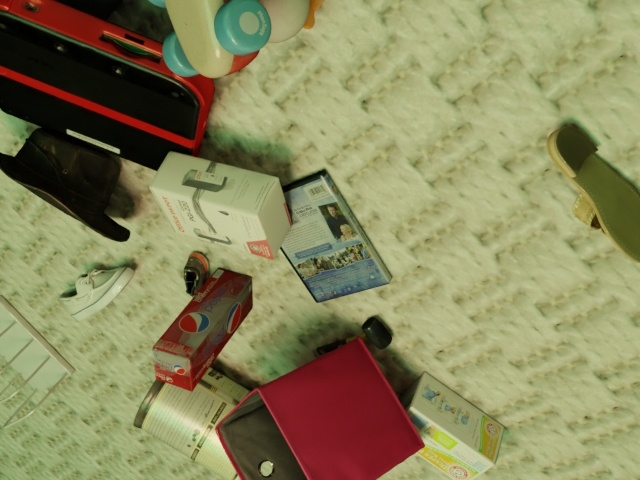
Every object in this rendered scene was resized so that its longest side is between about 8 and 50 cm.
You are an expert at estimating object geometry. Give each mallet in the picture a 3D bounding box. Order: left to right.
[{"bbox_3d":[0.068,0.213,1.536,0.062,0.039,0.189,44,135,-12],"label":"mallet"}]

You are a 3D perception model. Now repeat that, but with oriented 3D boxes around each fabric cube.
[{"bbox_3d":[-0.009,0.384,1.472,0.254,0.258,0.259,57,142,12],"label":"fabric cube"}]

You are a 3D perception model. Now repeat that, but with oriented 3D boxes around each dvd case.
[{"bbox_3d":[0.000,0.000,1.418,0.180,0.022,0.253,-18,114,36],"label":"dvd case"}]

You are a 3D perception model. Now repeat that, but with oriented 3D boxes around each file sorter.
[{"bbox_3d":[-0.836,0.325,1.966,0.192,0.173,0.278,-28,108,37],"label":"file sorter"}]

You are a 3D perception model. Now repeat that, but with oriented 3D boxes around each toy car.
[{"bbox_3d":[-0.102,-0.363,1.091,0.219,0.238,0.210,1,111,56],"label":"toy car"}]

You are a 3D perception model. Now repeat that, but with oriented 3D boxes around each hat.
[{"bbox_3d":[-0.489,-0.137,1.470,0.331,0.331,0.134,33,87,1],"label":"hat"}]

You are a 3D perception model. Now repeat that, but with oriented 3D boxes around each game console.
[{"bbox_3d":[-0.383,-0.258,1.289,0.386,0.060,0.342,21,155,-6],"label":"game console"}]

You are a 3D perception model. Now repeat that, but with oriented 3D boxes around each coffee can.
[{"bbox_3d":[-0.257,0.406,1.720,0.275,0.201,0.202,31,131,3],"label":"coffee can"}]

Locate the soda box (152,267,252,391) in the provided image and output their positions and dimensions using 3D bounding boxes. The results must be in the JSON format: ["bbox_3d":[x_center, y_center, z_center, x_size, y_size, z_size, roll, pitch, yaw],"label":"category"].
[{"bbox_3d":[-0.229,0.172,1.494,0.083,0.263,0.092,16,129,17],"label":"soda box"}]

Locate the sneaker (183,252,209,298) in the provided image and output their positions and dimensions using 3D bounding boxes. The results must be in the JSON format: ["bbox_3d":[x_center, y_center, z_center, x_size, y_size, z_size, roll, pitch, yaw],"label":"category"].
[{"bbox_3d":[-0.267,0.103,1.594,0.061,0.065,0.158,7,126,22],"label":"sneaker"}]

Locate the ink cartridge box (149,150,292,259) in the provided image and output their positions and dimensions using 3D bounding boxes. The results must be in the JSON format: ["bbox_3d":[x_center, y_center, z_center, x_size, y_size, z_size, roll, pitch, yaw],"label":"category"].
[{"bbox_3d":[-0.177,-0.063,1.353,0.217,0.092,0.159,16,153,18],"label":"ink cartridge box"}]

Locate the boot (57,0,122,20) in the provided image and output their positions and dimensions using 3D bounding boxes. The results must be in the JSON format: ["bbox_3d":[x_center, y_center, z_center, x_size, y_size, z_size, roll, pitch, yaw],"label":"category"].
[{"bbox_3d":[-0.379,-0.508,1.094,0.367,0.146,0.445,26,144,-38],"label":"boot"}]

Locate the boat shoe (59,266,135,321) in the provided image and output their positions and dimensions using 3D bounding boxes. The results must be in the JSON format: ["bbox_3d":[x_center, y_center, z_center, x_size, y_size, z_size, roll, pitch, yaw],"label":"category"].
[{"bbox_3d":[-0.518,0.110,1.703,0.258,0.095,0.084,-31,111,37],"label":"boat shoe"}]

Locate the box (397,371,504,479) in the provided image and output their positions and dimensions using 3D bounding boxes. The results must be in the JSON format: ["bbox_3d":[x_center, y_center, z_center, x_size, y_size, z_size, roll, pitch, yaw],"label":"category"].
[{"bbox_3d":[0.252,0.384,1.520,0.203,0.103,0.114,34,131,0],"label":"box"}]

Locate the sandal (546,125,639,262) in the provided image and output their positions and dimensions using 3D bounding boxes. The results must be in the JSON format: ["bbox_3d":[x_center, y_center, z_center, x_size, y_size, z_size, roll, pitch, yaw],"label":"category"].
[{"bbox_3d":[0.416,-0.067,1.147,0.240,0.088,0.079,51,161,-6],"label":"sandal"}]
